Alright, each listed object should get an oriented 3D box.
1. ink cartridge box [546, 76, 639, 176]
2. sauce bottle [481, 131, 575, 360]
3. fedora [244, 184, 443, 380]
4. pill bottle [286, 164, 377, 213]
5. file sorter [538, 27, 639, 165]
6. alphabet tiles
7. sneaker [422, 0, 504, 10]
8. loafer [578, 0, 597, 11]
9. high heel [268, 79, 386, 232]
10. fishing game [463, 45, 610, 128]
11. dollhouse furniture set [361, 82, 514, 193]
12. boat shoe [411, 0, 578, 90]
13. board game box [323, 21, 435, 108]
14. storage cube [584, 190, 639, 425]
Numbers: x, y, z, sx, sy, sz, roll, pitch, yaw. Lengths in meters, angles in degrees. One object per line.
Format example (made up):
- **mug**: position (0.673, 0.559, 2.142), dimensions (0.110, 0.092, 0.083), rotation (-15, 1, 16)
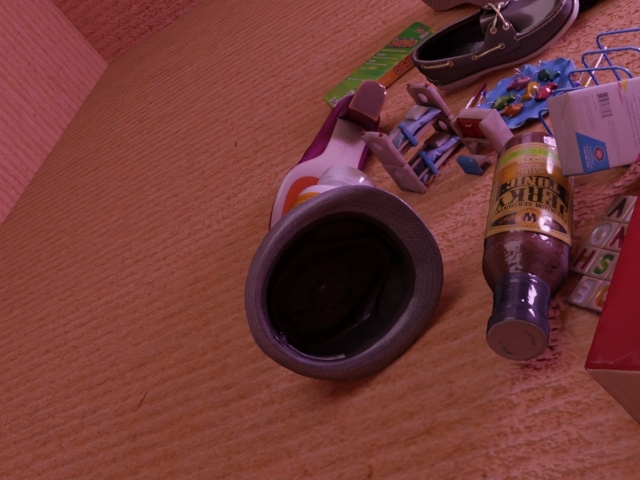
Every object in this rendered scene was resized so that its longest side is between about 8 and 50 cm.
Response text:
- **ink cartridge box**: position (0.389, -0.150, 1.213), dimensions (0.181, 0.104, 0.061), rotation (-13, 3, -13)
- **sauce bottle**: position (0.260, 0.001, 1.201), dimensions (0.111, 0.111, 0.344), rotation (-23, 32, 31)
- **fedora**: position (0.027, 0.062, 1.333), dimensions (0.275, 0.244, 0.124), rotation (-47, 0, -3)
- **pill bottle**: position (0.000, 0.000, 1.510), dimensions (0.136, 0.136, 0.245), rotation (-11, 39, 45)
- **file sorter**: position (0.400, -0.198, 1.327), dimensions (0.170, 0.104, 0.118), rotation (-51, 27, -19)
- **alphabet tiles**: position (0.380, 0.004, 1.090), dimensions (0.198, 0.009, 0.237), rotation (-54, 20, -6)
- **sneaker**: position (0.314, -0.554, 1.962), dimensions (0.127, 0.126, 0.321), rotation (-51, 26, -8)
- **loafer**: position (0.472, -0.458, 1.658), dimensions (0.223, 0.078, 0.076), rotation (-25, 30, 29)
- **high heel**: position (0.009, -0.112, 1.758), dimensions (0.377, 0.127, 0.181), rotation (-56, 1, -20)
- **fishing game**: position (0.327, -0.244, 1.568), dimensions (0.264, 0.041, 0.189), rotation (-5, 41, 50)
- **dollhouse furniture set**: position (0.185, -0.161, 1.523), dimensions (0.129, 0.129, 0.184), rotation (-48, 27, -14)
- **boat shoe**: position (0.301, -0.361, 1.688), dimensions (0.305, 0.091, 0.109), rotation (-23, 56, 35)
- **board game box**: position (0.127, -0.357, 2.007), dimensions (0.259, 0.039, 0.124), rotation (-41, 27, 5)
- **storage cube**: position (0.374, 0.077, 0.827), dimensions (0.184, 0.215, 0.193), rotation (-7, 48, 48)
